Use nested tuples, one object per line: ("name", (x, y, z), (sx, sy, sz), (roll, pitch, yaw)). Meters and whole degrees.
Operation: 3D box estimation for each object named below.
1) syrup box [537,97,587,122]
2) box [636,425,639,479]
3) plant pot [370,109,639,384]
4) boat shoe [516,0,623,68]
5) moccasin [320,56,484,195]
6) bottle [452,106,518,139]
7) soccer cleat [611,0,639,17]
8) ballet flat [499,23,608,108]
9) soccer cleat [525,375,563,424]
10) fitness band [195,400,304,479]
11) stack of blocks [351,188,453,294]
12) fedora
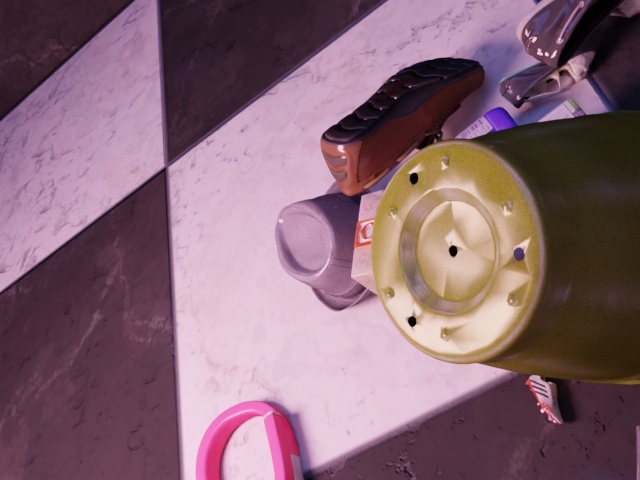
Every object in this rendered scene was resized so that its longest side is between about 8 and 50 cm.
("syrup box", (0.411, -0.097, 1.100), (0.096, 0.093, 0.236), (-38, 44, 16))
("box", (0.452, 0.324, 0.810), (0.183, 0.056, 0.231), (-10, 57, 37))
("plant pot", (0.262, 0.012, 0.872), (0.367, 0.353, 0.366), (2, 92, 49))
("boat shoe", (0.471, -0.410, 1.165), (0.335, 0.112, 0.095), (-43, 59, 17))
("moccasin", (0.166, -0.213, 1.327), (0.139, 0.147, 0.380), (17, 49, 40))
("bottle", (0.231, -0.104, 1.267), (0.283, 0.092, 0.118), (-39, 47, 16))
("soccer cleat", (0.542, -0.409, 1.219), (0.196, 0.068, 0.076), (5, 72, 51))
("ballet flat", (0.411, -0.292, 1.259), (0.203, 0.074, 0.074), (-29, 47, 16))
("soccer cleat", (0.319, 0.218, 1.021), (0.035, 0.029, 0.083), (-43, 38, 17))
("fitness band", (-0.130, 0.415, 1.273), (0.209, 0.054, 0.290), (-36, 44, 19))
("stack of blocks", (0.173, 0.030, 1.076), (0.087, 0.297, 0.171), (-14, 56, 36))
("fedora", (0.000, 0.000, 1.326), (0.275, 0.124, 0.243), (49, 122, 50))
